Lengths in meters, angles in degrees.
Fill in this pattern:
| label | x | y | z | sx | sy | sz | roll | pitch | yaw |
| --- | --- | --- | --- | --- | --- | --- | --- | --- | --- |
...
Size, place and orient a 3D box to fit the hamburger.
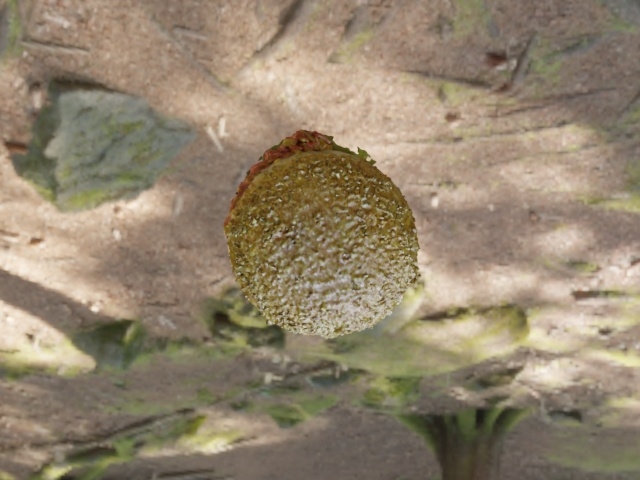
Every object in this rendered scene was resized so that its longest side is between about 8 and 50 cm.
| label | x | y | z | sx | sy | sz | roll | pitch | yaw |
| --- | --- | --- | --- | --- | --- | --- | --- | --- | --- |
| hamburger | 0.000 | 0.000 | 1.286 | 0.276 | 0.294 | 0.179 | -43 | 180 | 13 |
